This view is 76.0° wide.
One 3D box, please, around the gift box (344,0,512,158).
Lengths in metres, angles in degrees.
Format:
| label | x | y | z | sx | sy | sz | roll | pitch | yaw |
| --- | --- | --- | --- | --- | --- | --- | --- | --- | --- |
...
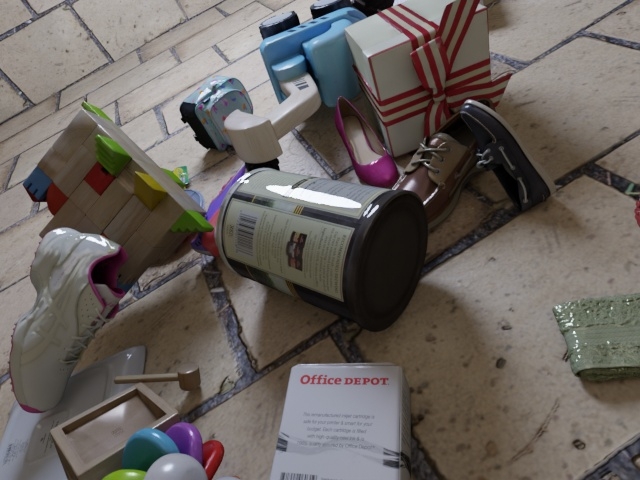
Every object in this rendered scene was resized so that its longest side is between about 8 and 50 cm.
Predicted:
| label | x | y | z | sx | sy | sz | roll | pitch | yaw |
| --- | --- | --- | --- | --- | --- | --- | --- | --- | --- |
| gift box | 0.218 | -0.357 | 0.841 | 0.276 | 0.255 | 0.258 | -24 | 41 | 9 |

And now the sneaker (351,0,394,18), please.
| label | x | y | z | sx | sy | sz | roll | pitch | yaw |
| --- | --- | --- | --- | --- | --- | --- | --- | --- | --- |
| sneaker | 0.111 | -0.636 | 1.178 | 0.281 | 0.106 | 0.163 | -39 | 27 | 46 |

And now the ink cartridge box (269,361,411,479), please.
| label | x | y | z | sx | sy | sz | roll | pitch | yaw |
| --- | --- | --- | --- | --- | --- | --- | --- | --- | --- |
| ink cartridge box | 0.028 | 0.256 | 0.477 | 0.148 | 0.086 | 0.203 | -6 | 46 | 20 |

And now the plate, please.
| label | x | y | z | sx | sy | sz | roll | pitch | yaw |
| --- | --- | --- | --- | --- | --- | --- | --- | --- | --- |
| plate | -0.429 | 0.326 | 0.669 | 0.277 | 0.045 | 0.277 | -23 | 44 | 5 |

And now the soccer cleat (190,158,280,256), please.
| label | x | y | z | sx | sy | sz | roll | pitch | yaw |
| --- | --- | --- | --- | --- | --- | --- | --- | --- | --- |
| soccer cleat | -0.183 | -0.100 | 0.908 | 0.116 | 0.109 | 0.318 | -5 | 50 | 28 |

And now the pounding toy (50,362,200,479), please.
| label | x | y | z | sx | sy | sz | roll | pitch | yaw |
| --- | --- | --- | --- | --- | --- | --- | --- | --- | --- |
| pounding toy | -0.261 | 0.270 | 0.602 | 0.181 | 0.094 | 0.206 | 7 | 22 | 44 |

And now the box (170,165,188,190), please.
| label | x | y | z | sx | sy | sz | roll | pitch | yaw |
| --- | --- | --- | --- | --- | --- | --- | --- | --- | --- |
| box | -0.428 | -0.129 | 1.098 | 0.179 | 0.043 | 0.105 | -28 | 43 | 3 |

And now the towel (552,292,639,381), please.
| label | x | y | z | sx | sy | sz | roll | pitch | yaw |
| --- | --- | --- | --- | --- | --- | --- | --- | --- | --- |
| towel | 0.370 | 0.110 | 0.489 | 0.148 | 0.027 | 0.110 | -10 | 45 | 18 |

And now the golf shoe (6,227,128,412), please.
| label | x | y | z | sx | sy | sz | roll | pitch | yaw |
| --- | --- | --- | --- | --- | --- | --- | --- | --- | --- |
| golf shoe | -0.414 | 0.132 | 0.685 | 0.140 | 0.115 | 0.307 | 6 | 82 | 2 |

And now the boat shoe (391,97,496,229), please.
| label | x | y | z | sx | sy | sz | roll | pitch | yaw |
| --- | --- | --- | --- | --- | --- | --- | --- | --- | --- |
| boat shoe | 0.209 | -0.137 | 0.735 | 0.324 | 0.116 | 0.123 | -45 | 46 | -18 |

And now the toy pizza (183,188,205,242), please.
| label | x | y | z | sx | sy | sz | roll | pitch | yaw |
| --- | --- | --- | --- | --- | --- | --- | --- | --- | --- |
| toy pizza | -0.360 | -0.042 | 0.987 | 0.201 | 0.032 | 0.201 | -15 | 47 | 17 |

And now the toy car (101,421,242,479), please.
| label | x | y | z | sx | sy | sz | roll | pitch | yaw |
| --- | --- | --- | --- | --- | --- | --- | --- | --- | --- |
| toy car | -0.168 | 0.288 | 0.481 | 0.159 | 0.182 | 0.136 | -31 | 33 | 22 |

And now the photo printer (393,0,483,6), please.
| label | x | y | z | sx | sy | sz | roll | pitch | yaw |
| --- | --- | --- | --- | --- | --- | --- | --- | --- | --- |
| photo printer | 0.303 | -0.679 | 1.205 | 0.307 | 0.107 | 0.256 | -9 | 47 | 20 |

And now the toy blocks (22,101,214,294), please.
| label | x | y | z | sx | sy | sz | roll | pitch | yaw |
| --- | --- | --- | --- | --- | --- | --- | --- | --- | --- |
| toy blocks | -0.427 | -0.058 | 0.817 | 0.381 | 0.191 | 0.261 | 43 | 96 | 6 |

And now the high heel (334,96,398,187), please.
| label | x | y | z | sx | sy | sz | roll | pitch | yaw |
| --- | --- | --- | --- | --- | --- | --- | --- | --- | --- |
| high heel | 0.092 | -0.209 | 0.860 | 0.082 | 0.117 | 0.244 | -22 | 43 | 5 |

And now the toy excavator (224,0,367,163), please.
| label | x | y | z | sx | sy | sz | roll | pitch | yaw |
| --- | --- | --- | --- | --- | --- | --- | --- | --- | --- |
| toy excavator | -0.032 | -0.380 | 0.958 | 0.432 | 0.222 | 0.445 | -24 | 38 | -4 |

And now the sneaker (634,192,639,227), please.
| label | x | y | z | sx | sy | sz | roll | pitch | yaw |
| --- | --- | --- | --- | --- | --- | --- | --- | --- | --- |
| sneaker | 0.539 | -0.077 | 0.541 | 0.225 | 0.093 | 0.088 | -37 | 22 | 15 |

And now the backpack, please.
| label | x | y | z | sx | sy | sz | roll | pitch | yaw |
| --- | --- | --- | --- | --- | --- | --- | --- | --- | --- |
| backpack | -0.275 | -0.366 | 1.154 | 0.144 | 0.166 | 0.189 | 10 | 58 | 31 |

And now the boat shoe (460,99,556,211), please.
| label | x | y | z | sx | sy | sz | roll | pitch | yaw |
| --- | --- | --- | --- | --- | --- | --- | --- | --- | --- |
| boat shoe | 0.288 | -0.135 | 0.660 | 0.065 | 0.206 | 0.075 | -42 | 2 | 8 |

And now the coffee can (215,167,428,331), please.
| label | x | y | z | sx | sy | sz | roll | pitch | yaw |
| --- | --- | --- | --- | --- | --- | --- | --- | --- | --- |
| coffee can | 0.000 | 0.000 | 0.648 | 0.275 | 0.202 | 0.202 | 16 | 58 | 37 |
